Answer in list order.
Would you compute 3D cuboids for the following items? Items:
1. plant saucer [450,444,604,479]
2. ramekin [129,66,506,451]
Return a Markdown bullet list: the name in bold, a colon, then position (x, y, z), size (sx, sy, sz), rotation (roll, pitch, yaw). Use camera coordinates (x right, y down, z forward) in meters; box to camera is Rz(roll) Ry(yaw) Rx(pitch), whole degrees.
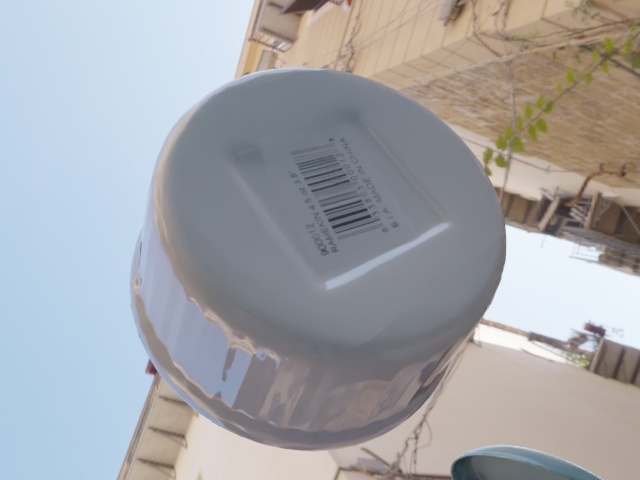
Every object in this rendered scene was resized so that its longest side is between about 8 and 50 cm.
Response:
- **plant saucer**: position (0.355, 0.404, 0.916), size (0.317, 0.317, 0.044), rotation (46, -124, -17)
- **ramekin**: position (0.000, 0.000, 0.452), size (0.276, 0.135, 0.277), rotation (8, -124, -12)
